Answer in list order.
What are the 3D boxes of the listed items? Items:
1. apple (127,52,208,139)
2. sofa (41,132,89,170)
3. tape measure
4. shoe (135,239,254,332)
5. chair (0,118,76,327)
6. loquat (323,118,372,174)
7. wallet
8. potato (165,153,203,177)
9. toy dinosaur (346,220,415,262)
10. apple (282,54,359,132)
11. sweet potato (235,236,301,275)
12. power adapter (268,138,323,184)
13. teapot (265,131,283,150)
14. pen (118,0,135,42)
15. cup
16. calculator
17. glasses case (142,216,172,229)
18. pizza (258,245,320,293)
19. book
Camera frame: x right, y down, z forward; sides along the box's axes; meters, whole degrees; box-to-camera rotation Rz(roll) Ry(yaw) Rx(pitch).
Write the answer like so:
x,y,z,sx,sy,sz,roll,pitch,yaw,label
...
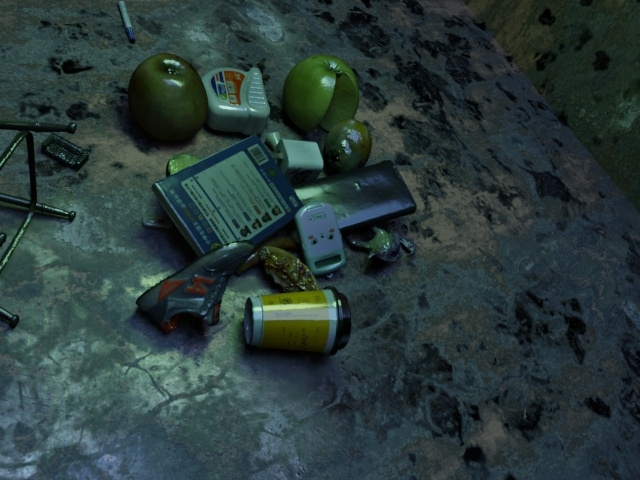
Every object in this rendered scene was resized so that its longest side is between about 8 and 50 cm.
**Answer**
x,y,z,sx,sy,sz,roll,pitch,yaw,label
-0.475,-0.455,1.797,0.256,0.234,0.257,16,48,-18,apple
-0.736,-0.255,1.637,0.117,0.039,0.060,29,49,-7,sofa
-0.301,-0.492,1.992,0.265,0.130,0.258,0,55,-22,tape measure
-0.295,0.134,1.466,0.336,0.132,0.171,-31,90,1,shoe
-0.823,-0.094,1.272,0.409,0.365,0.362,19,50,-11,chair
0.098,-0.333,2.057,0.179,0.179,0.228,26,62,-10,loquat
0.107,-0.137,1.930,0.405,0.062,0.228,-17,66,-18,wallet
-0.369,-0.115,1.680,0.160,0.111,0.272,-21,82,-45,potato
0.221,0.003,1.947,0.294,0.077,0.162,-20,61,-39,toy dinosaur
0.005,-0.541,2.107,0.291,0.254,0.292,15,46,-16,apple
-0.163,0.030,1.735,0.255,0.058,0.078,-23,87,-41,sweet potato
-0.114,-0.264,1.924,0.204,0.130,0.125,-1,58,-28,power adapter
-0.152,-0.337,2.009,0.067,0.057,0.083,-15,73,-32,teapot
-0.700,-0.792,2.056,0.025,0.025,0.204,-7,62,-32,pen
-0.065,0.224,1.571,0.279,0.196,0.197,1,56,-17,cup
0.000,0.000,1.787,0.141,0.045,0.246,-15,95,-25,calculator
-0.471,-0.050,1.644,0.083,0.021,0.032,7,56,-24,glasses case
-0.079,0.099,1.698,0.246,0.058,0.127,49,41,-6,pizza
-0.251,-0.121,1.680,0.428,0.039,0.300,-37,95,-44,book
